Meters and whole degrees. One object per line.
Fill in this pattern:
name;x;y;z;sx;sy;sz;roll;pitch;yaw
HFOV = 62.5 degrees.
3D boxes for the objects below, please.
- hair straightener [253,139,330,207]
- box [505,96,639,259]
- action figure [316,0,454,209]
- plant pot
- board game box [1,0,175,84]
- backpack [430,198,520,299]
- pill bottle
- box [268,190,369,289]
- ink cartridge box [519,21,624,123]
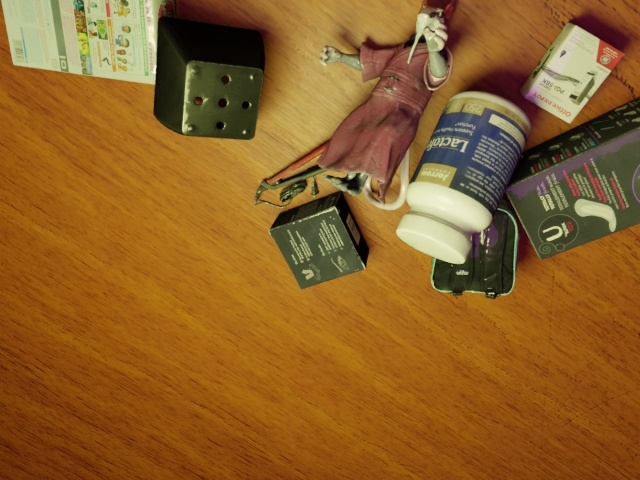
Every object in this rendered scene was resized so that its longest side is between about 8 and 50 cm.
hair straightener;-0.044;-0.118;1.098;0.230;0.047;0.089;-28;108;24
box;0.481;-0.108;0.936;0.270;0.143;0.165;-25;108;23
action figure;0.147;-0.239;0.915;0.276;0.248;0.370;25;97;-43
plant pot;-0.189;-0.273;0.939;0.188;0.167;0.188;-1;121;-23
board game box;-0.431;-0.431;0.988;0.303;0.097;0.224;11;120;8
backpack;0.302;-0.001;1.031;0.166;0.144;0.188;4;121;19
pill bottle;0.238;-0.104;0.899;0.153;0.153;0.264;26;81;-2
box;0.000;0.000;1.126;0.158;0.093;0.156;-19;112;19
ink cartridge box;0.426;-0.285;0.904;0.099;0.056;0.135;27;119;-4
